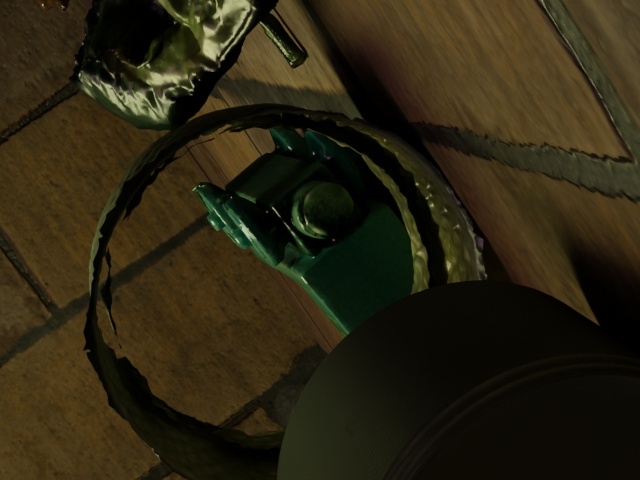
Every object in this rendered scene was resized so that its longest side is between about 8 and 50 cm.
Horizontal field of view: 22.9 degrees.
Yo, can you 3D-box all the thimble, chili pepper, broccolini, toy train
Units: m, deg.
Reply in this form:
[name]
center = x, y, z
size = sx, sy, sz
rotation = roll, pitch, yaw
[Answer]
[thimble]
center = -0.033, 0.034, 1.095
size = 0.271, 0.271, 0.150
rotation = 56, 176, -12
[chili pepper]
center = -0.093, -0.171, 1.040
size = 0.148, 0.116, 0.264
rotation = 46, 149, 5
[broccolini]
center = -0.063, -0.184, 1.195
size = 0.140, 0.035, 0.030
rotation = 53, 177, 2
[toy train]
center = 0.000, 0.000, 1.351
size = 0.194, 0.120, 0.298
rotation = 51, 175, -12

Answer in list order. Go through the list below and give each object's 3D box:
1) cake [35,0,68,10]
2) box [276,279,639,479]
[cake]
center = -0.237, -0.309, 1.398
size = 0.134, 0.135, 0.147
rotation = 51, 168, 34
[box]
center = 0.103, 0.150, 0.851
size = 0.226, 0.226, 0.149
rotation = 57, 174, -22
